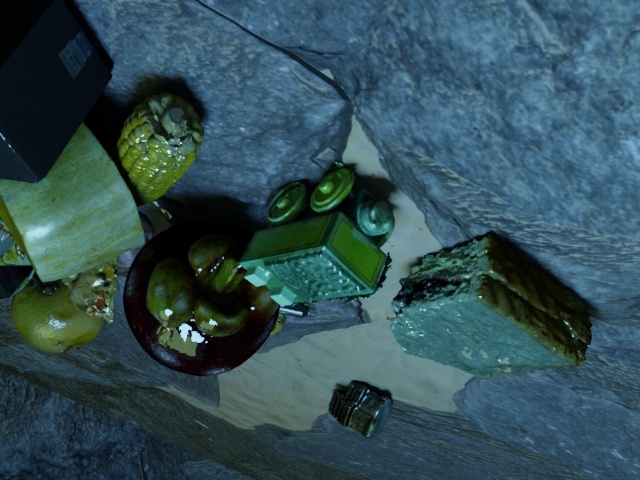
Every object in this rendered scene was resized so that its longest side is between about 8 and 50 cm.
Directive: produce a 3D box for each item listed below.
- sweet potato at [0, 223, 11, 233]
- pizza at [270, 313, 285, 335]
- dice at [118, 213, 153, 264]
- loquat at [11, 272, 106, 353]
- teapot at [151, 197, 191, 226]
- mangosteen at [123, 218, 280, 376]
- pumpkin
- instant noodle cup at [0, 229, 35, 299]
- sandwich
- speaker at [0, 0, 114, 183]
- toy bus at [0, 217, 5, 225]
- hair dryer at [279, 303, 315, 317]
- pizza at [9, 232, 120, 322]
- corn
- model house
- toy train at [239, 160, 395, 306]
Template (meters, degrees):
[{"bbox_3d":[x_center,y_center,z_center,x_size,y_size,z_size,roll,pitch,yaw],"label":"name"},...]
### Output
[{"bbox_3d":[-0.711,-0.030,1.869,0.281,0.059,0.067,36,139,-24],"label":"sweet potato"},{"bbox_3d":[-0.164,0.192,1.870,0.134,0.046,0.175,33,149,-18],"label":"pizza"},{"bbox_3d":[-0.420,-0.009,1.667,0.093,0.094,0.091,13,150,19],"label":"dice"},{"bbox_3d":[-0.676,0.173,2.018,0.243,0.244,0.244,17,150,10],"label":"loquat"},{"bbox_3d":[-0.312,-0.066,1.556,0.110,0.043,0.042,38,147,-21],"label":"teapot"},{"bbox_3d":[-0.212,0.098,1.474,0.306,0.307,0.347,29,161,-12],"label":"mangosteen"},{"bbox_3d":[-0.471,-0.080,1.356,0.332,0.199,0.332,40,152,26],"label":"pumpkin"},{"bbox_3d":[-0.835,0.045,1.924,0.240,0.240,0.178,37,153,-24],"label":"instant noodle cup"},{"bbox_3d":[0.274,0.138,1.396,0.262,0.131,0.325,34,150,-22],"label":"sandwich"},{"bbox_3d":[-0.483,-0.240,1.169,0.232,0.254,0.184,8,147,23],"label":"speaker"},{"bbox_3d":[-0.670,-0.077,1.719,0.301,0.113,0.139,34,152,-22],"label":"toy bus"},{"bbox_3d":[-0.117,0.136,1.737,0.219,0.072,0.124,14,150,2],"label":"hair dryer"},{"bbox_3d":[-0.523,0.022,1.599,0.251,0.288,0.074,1,178,18],"label":"pizza"},{"bbox_3d":[-0.287,-0.145,1.322,0.130,0.130,0.347,32,154,-16],"label":"corn"},{"bbox_3d":[0.102,0.430,2.047,0.152,0.106,0.166,26,117,18],"label":"model house"},{"bbox_3d":[0.000,0.000,1.299,0.271,0.188,0.159,-11,135,47],"label":"toy train"}]
